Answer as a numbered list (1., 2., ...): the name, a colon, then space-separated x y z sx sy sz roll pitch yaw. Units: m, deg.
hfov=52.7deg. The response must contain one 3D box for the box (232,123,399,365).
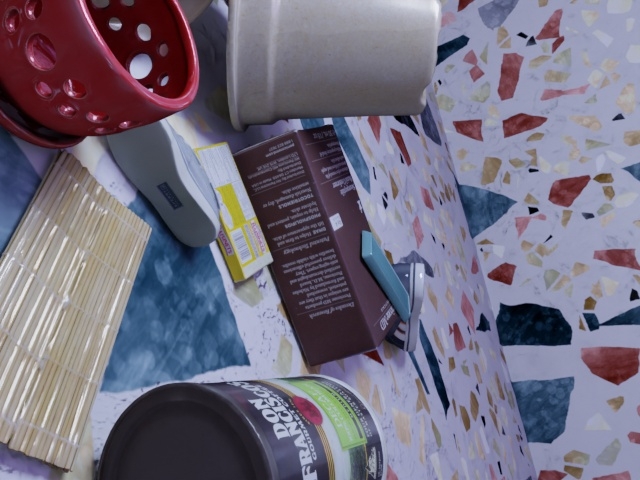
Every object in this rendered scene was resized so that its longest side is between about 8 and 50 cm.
1. box: 0.000 0.000 1.123 0.381 0.143 0.191 71 22 -7

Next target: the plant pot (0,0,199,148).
1. plant pot: -0.246 -0.194 0.668 0.191 0.174 0.191 46 33 -44

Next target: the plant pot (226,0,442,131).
1. plant pot: 0.028 -0.330 1.049 0.334 0.306 0.333 5 90 -90

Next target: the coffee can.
1. coffee can: -0.068 0.251 0.701 0.275 0.202 0.201 19 56 -62

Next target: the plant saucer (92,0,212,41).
1. plant saucer: -0.218 -0.360 0.784 0.041 0.278 0.278 48 15 23

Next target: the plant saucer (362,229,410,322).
1. plant saucer: 0.120 0.065 1.151 0.192 0.018 0.067 57 25 -38

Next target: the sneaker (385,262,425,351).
1. sneaker: 0.155 0.142 1.403 0.321 0.128 0.126 82 12 -56

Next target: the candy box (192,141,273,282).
1. candy box: -0.138 -0.046 0.988 0.205 0.027 0.105 69 21 -6

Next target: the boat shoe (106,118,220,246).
1. boat shoe: -0.199 -0.097 0.842 0.081 0.079 0.227 -89 156 -57

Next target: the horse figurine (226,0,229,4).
1. horse figurine: -0.176 -0.523 1.127 0.263 0.174 0.066 28 55 -40

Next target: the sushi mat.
1. sushi mat: -0.259 0.057 0.649 0.151 0.019 0.316 53 30 -39
